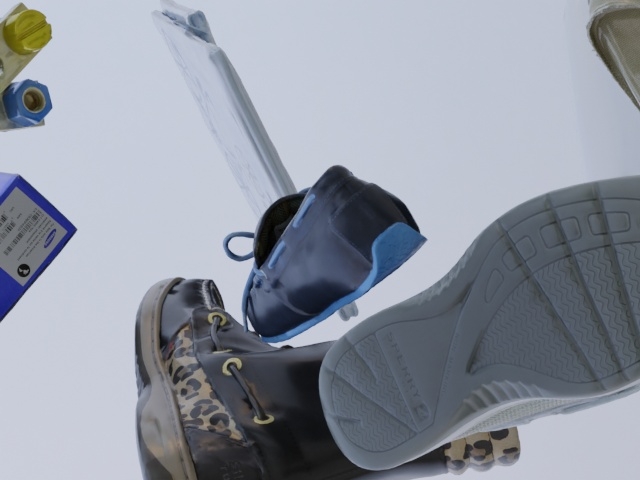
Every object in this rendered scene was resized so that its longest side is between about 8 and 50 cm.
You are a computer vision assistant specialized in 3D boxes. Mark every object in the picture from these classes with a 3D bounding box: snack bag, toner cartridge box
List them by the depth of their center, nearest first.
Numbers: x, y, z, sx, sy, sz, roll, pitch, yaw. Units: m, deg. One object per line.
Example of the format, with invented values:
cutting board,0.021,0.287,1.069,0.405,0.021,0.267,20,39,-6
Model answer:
toner cartridge box,-0.348,0.017,1.674,0.075,0.348,0.165,46,-105,-22
snack bag,-0.071,-0.095,1.955,0.037,0.342,0.323,-28,-73,-7

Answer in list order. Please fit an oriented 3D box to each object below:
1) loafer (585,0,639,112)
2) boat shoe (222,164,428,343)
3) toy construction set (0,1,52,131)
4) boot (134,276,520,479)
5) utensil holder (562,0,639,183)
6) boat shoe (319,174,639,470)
loafer,0.301,-0.097,1.452,0.268,0.102,0.092,45,-129,-11
boat shoe,0.000,0.000,1.304,0.109,0.258,0.089,-40,-89,-28
toy construction set,-0.329,-0.098,1.229,0.215,0.151,0.327,60,-139,-15
boot,-0.002,0.110,1.506,0.377,0.284,0.138,-100,-4,-71
utensil holder,0.403,-0.095,1.802,0.327,0.327,0.385,38,-147,-37
boat shoe,0.134,0.049,1.097,0.103,0.320,0.118,-8,-109,-46
